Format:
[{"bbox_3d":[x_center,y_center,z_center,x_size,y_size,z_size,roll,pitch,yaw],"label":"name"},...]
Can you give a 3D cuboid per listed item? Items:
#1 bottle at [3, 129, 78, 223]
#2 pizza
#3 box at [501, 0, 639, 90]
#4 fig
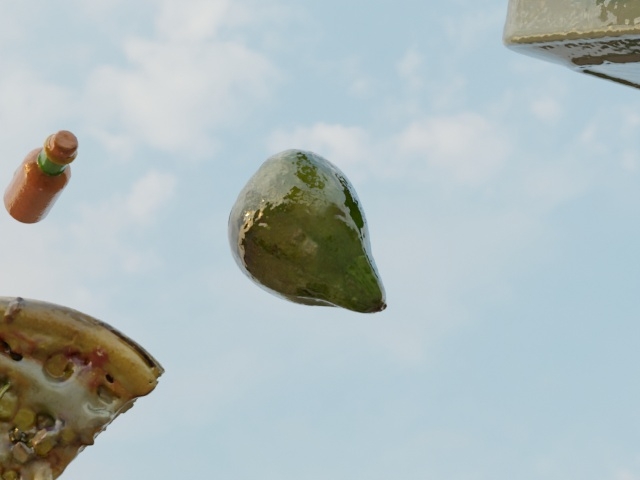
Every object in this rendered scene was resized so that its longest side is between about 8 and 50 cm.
[{"bbox_3d":[-0.359,-0.088,1.722,0.069,0.069,0.187,15,-30,-24],"label":"bottle"},{"bbox_3d":[-0.222,0.120,0.935,0.184,0.176,0.036,25,-25,-8],"label":"pizza"},{"bbox_3d":[0.459,-0.225,1.467,0.396,0.111,0.396,9,-3,-38],"label":"box"},{"bbox_3d":[0.000,0.000,1.100,0.156,0.123,0.123,31,-33,19],"label":"fig"}]
